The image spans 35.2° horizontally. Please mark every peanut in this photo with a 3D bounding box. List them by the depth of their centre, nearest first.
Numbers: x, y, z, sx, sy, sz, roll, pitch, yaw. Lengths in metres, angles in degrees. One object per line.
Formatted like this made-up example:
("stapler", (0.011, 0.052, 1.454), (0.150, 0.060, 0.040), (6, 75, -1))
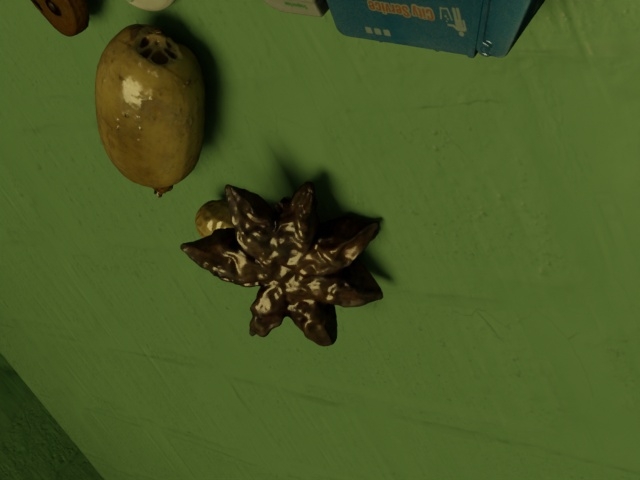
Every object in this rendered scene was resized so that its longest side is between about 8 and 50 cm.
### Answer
("peanut", (-0.123, -0.016, 1.628), (0.194, 0.083, 0.094), (15, 101, 32))

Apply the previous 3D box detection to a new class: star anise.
("star anise", (-0.058, 0.037, 1.515), (0.315, 0.108, 0.315), (0, 126, 0))

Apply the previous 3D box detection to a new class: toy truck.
("toy truck", (0.070, -0.299, 1.001), (0.367, 0.146, 0.175), (19, 146, 34))

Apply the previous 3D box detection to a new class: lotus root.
("lotus root", (-0.257, -0.176, 1.516), (0.169, 0.151, 0.343), (34, 146, 14))

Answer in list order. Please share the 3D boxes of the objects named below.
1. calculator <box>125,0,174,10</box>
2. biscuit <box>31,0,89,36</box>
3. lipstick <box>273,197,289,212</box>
("calculator", (-0.291, -0.435, 1.341), (0.184, 0.042, 0.295), (0, 132, 49))
("biscuit", (-0.448, -0.467, 1.403), (0.283, 0.064, 0.432), (29, 148, 43))
("lipstick", (0.000, 0.000, 1.571), (0.176, 0.027, 0.027), (42, 149, -2))
